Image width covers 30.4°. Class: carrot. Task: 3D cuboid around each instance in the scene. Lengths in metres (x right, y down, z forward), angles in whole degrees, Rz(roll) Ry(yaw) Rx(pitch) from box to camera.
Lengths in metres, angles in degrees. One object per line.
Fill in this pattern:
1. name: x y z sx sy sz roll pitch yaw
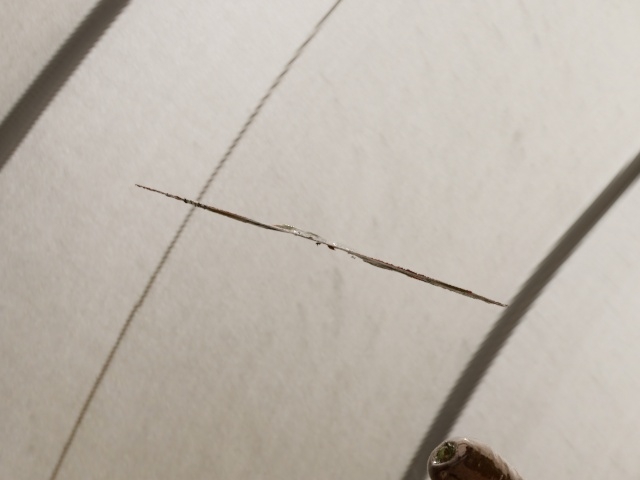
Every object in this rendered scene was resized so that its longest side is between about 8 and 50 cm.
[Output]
1. carrot: 0.111 0.146 0.569 0.165 0.035 0.035 41 -82 -23

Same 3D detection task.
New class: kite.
1. kite: -0.001 0.002 1.100 0.378 0.327 0.013 19 -90 2
